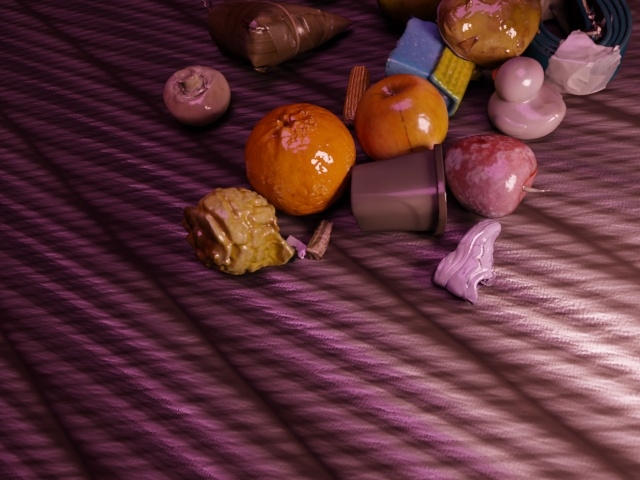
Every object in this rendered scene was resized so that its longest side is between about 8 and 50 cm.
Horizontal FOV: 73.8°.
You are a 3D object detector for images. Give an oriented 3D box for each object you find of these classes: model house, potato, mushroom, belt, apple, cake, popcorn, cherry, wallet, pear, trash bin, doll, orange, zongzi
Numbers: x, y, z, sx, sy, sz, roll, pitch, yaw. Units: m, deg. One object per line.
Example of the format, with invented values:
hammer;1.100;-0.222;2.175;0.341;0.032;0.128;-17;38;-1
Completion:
model house;0.365;-0.554;1.394;0.303;0.216;0.237;22;69;11
potato;0.518;-0.672;1.271;0.299;0.196;0.247;13;78;-24
mushroom;-0.456;-0.540;1.558;0.245;0.202;0.246;-1;72;3
belt;0.799;-0.675;1.384;0.300;0.173;0.437;-13;58;15
apple;0.238;-0.358;1.281;0.285;0.233;0.286;-19;42;18
cake;0.000;0.000;1.290;0.051;0.055;0.140;13;49;19
popcorn;-0.256;-0.022;1.230;0.293;0.293;0.237;36;46;25
cherry;0.478;-0.175;1.175;0.285;0.213;0.236;24;38;20
wallet;-0.075;0.020;1.302;0.083;0.011;0.044;34;74;25
pear;0.387;-0.957;1.529;0.412;0.352;0.352;-10;62;-5
trash bin;0.224;-0.130;1.207;0.249;0.219;0.220;-5;60;16
doll;0.616;-0.435;1.279;0.221;0.221;0.251;-35;63;-7
orange;-0.062;-0.251;1.271;0.340;0.293;0.341;-4;56;6
zongzi;-0.192;-0.864;1.718;0.466;0.218;0.500;-24;45;-30

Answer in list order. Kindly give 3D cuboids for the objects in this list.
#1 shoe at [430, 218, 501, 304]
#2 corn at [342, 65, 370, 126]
shoe;0.422;0.055;1.142;0.245;0.095;0.137;-45;67;-8
corn;0.128;-0.502;1.484;0.081;0.081;0.249;4;64;13
